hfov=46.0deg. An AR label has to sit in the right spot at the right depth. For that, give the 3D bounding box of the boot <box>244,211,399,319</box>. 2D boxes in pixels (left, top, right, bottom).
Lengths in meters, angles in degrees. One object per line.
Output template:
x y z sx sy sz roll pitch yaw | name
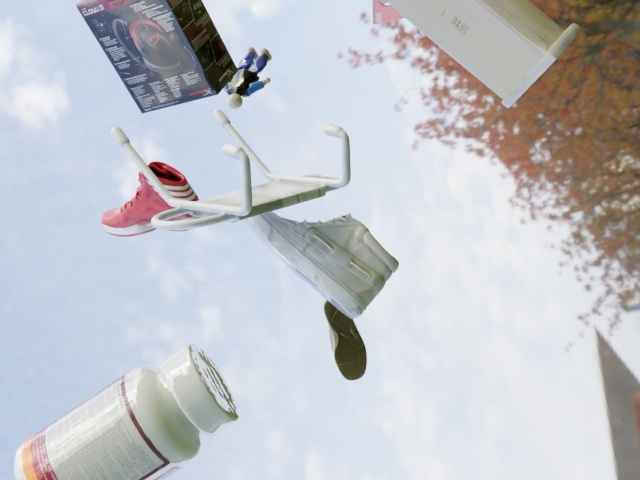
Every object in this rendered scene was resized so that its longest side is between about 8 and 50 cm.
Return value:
0.000 0.000 1.184 0.258 0.123 0.095 40 169 15 | boot

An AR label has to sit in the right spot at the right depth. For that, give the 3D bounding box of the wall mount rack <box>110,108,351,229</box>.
-0.134 -0.118 1.135 0.350 0.304 0.130 -19 -68 -44 | wall mount rack

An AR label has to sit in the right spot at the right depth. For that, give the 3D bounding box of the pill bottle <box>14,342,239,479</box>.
-0.207 0.213 0.822 0.121 0.221 0.121 57 180 0 | pill bottle

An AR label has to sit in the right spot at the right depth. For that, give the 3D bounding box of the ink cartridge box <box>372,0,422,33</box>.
0.245 -0.566 1.775 0.275 0.239 0.060 60 -163 -81 | ink cartridge box

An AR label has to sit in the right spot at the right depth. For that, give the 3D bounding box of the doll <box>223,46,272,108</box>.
-0.178 -0.393 1.828 0.046 0.129 0.188 75 -149 -52 | doll

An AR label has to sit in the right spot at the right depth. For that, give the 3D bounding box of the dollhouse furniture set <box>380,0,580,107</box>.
0.247 -0.346 0.780 0.198 0.286 0.303 40 -102 2 | dollhouse furniture set

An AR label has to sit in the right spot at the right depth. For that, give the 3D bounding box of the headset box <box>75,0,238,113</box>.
-0.338 -0.427 1.544 0.293 0.218 0.110 62 -143 -31 | headset box

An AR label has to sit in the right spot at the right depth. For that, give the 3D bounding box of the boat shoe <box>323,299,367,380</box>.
0.040 0.158 1.249 0.048 0.056 0.152 -97 -12 -77 | boat shoe

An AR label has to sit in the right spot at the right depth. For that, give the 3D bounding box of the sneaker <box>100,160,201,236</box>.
-0.314 -0.082 1.343 0.087 0.221 0.128 -64 -38 -53 | sneaker
